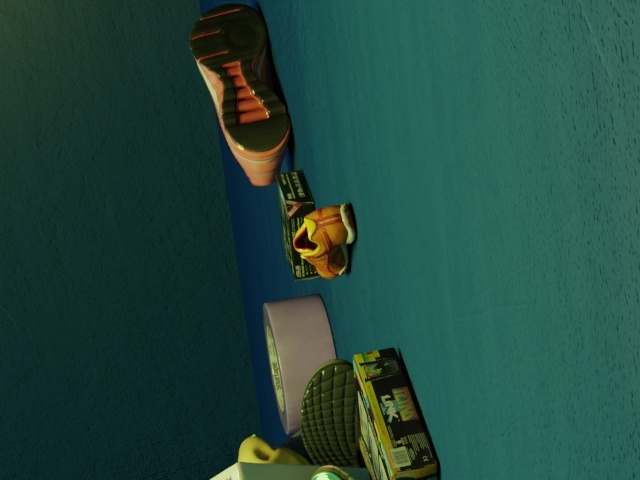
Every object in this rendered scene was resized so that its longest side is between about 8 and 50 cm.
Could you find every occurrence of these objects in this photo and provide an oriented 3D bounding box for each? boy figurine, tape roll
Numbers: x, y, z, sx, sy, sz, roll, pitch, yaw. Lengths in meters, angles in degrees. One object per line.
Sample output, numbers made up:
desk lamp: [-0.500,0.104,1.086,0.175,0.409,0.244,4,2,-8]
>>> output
boy figurine: [-0.043,0.327,2.100,0.177,0.092,0.285,44,-160,7]
tape roll: [-0.026,0.173,2.284,0.189,0.080,0.189,171,90,-84]

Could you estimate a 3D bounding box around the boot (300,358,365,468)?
boot: [0.013,0.217,2.041,0.161,0.083,0.246,-101,5,-57]

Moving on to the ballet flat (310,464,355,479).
ballet flat: [0.061,0.331,1.685,0.077,0.079,0.221,-39,72,32]

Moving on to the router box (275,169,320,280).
router box: [-0.031,-0.021,2.224,0.092,0.038,0.122,-109,12,-58]

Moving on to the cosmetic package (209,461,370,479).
cosmetic package: [-0.013,0.308,1.755,0.085,0.231,0.117,-37,56,41]

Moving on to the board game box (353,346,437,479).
board game box: [0.077,0.216,1.635,0.170,0.048,0.141,-108,9,-49]

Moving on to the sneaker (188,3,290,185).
sneaker: [-0.120,-0.209,2.382,0.136,0.116,0.314,88,170,-54]

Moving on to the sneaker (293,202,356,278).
sneaker: [0.000,0.000,1.886,0.175,0.067,0.064,93,164,-68]
